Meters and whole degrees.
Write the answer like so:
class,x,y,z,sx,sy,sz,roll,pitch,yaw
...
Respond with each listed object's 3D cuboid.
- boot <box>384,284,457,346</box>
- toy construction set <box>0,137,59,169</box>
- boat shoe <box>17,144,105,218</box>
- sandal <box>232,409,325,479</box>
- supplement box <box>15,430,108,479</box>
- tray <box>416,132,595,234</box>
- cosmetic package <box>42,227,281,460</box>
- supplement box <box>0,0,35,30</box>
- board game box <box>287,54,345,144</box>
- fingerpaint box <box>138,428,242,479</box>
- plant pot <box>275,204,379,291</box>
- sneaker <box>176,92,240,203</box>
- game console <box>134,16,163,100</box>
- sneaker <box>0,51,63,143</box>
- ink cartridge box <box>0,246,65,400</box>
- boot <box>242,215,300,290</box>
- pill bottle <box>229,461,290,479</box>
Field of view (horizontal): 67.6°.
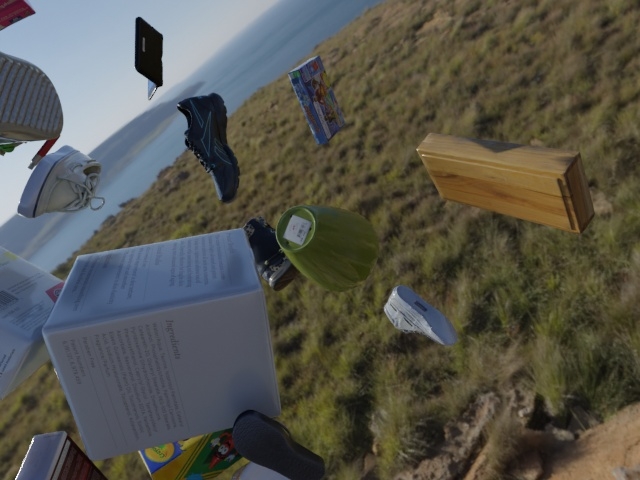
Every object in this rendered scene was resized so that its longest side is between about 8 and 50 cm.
class,x,y,z,sx,sy,sz,roll,pitch,yaw
boot,0.323,0.270,1.570,0.095,0.258,0.123,-23,-32,-39
toy construction set,-0.983,-0.300,1.424,0.237,0.308,0.257,-63,-3,-16
boat shoe,-0.626,-0.133,1.213,0.136,0.156,0.367,-62,20,14
sandal,-0.089,0.419,0.973,0.097,0.254,0.054,-33,30,11
supplement box,-0.555,0.540,1.041,0.073,0.239,0.130,-10,36,3
tray,0.448,-0.152,1.201,0.076,0.203,0.411,-49,38,-13
cosmetic package,-0.318,0.203,1.052,0.393,0.327,0.329,-10,24,-11
supplement box,-0.821,-0.625,1.179,0.111,0.114,0.220,-31,11,-7
board game box,-0.005,-0.377,1.285,0.035,0.201,0.136,-8,29,32
fingerpaint box,-0.437,0.597,1.609,0.371,0.163,0.444,-28,26,-27
plant pot,0.000,0.000,1.464,0.274,0.293,0.275,-8,72,26
sneaker,-0.265,-0.213,1.128,0.106,0.267,0.101,-12,-5,-31
game console,-0.363,-0.371,0.983,0.071,0.107,0.122,-10,76,21
sneaker,-0.427,-0.157,0.505,0.150,0.135,0.366,-11,0,-2
ink cartridge box,-0.763,0.134,1.050,0.160,0.384,0.279,-57,7,11
boot,-0.149,-0.011,1.930,0.284,0.138,0.377,35,75,24
pill bottle,-0.202,0.781,1.500,0.162,0.162,0.278,-60,2,-37
